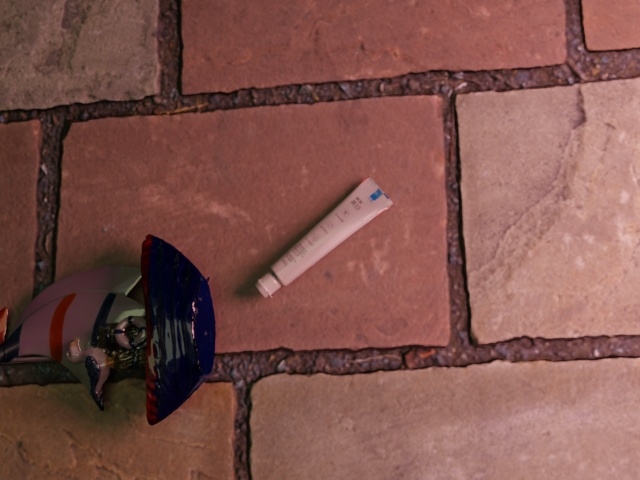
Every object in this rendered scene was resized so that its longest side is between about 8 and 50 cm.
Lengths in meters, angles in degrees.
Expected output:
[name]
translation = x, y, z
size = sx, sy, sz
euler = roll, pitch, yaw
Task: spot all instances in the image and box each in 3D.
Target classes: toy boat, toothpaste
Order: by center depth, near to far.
[toothpaste]
translation = 0.000, 0.000, 1.542
size = 0.190, 0.031, 0.048
euler = -40, 70, -3
[toy boat]
translation = -0.260, 0.090, 1.568
size = 0.318, 0.072, 0.219
euler = 18, 84, 25
